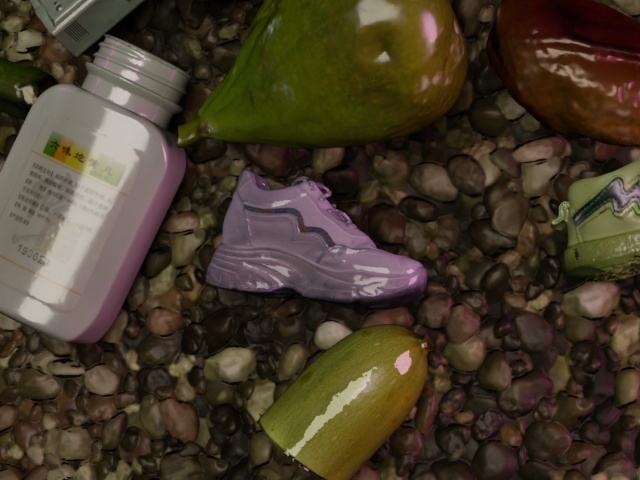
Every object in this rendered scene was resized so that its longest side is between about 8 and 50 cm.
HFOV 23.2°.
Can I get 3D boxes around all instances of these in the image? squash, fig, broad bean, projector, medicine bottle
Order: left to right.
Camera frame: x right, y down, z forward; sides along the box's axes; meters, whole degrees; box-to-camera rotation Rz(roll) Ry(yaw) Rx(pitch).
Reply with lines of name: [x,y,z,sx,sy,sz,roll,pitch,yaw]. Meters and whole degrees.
projector: [-0.271,-0.292,1.746,0.115,0.061,0.147,-40,47,8]
medicine bottle: [-0.258,-0.060,1.717,0.179,0.124,0.324,25,91,16]
fig: [-0.001,-0.208,1.623,0.314,0.233,0.233,2,84,18]
squash: [0.038,0.162,1.624,0.186,0.123,0.123,-46,76,6]
broad bean: [0.278,-0.177,1.605,0.228,0.156,0.122,29,133,8]

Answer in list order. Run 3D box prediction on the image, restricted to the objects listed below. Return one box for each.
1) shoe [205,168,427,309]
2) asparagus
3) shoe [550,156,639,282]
shoe: [0.000,0.000,1.663,0.245,0.095,0.137,6,88,20]
asparagus: [-0.435,-0.206,1.807,0.278,0.060,0.067,23,109,14]
shoe: [0.359,-0.033,1.557,0.262,0.140,0.128,-20,90,17]
